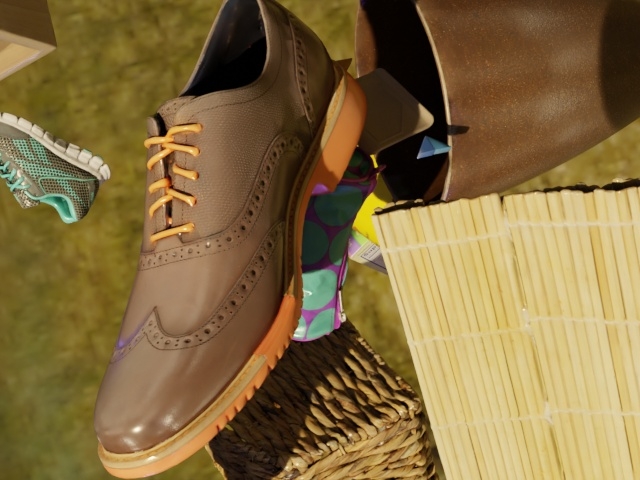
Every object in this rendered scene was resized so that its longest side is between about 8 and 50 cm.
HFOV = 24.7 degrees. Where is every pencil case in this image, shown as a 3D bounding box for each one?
[{"bbox_3d":[0.000,0.000,1.133,0.064,0.070,0.151,-48,-26,-58],"label":"pencil case"}]

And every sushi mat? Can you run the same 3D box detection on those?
[{"bbox_3d":[0.136,0.100,0.845,0.019,0.151,0.316,-66,-34,-51],"label":"sushi mat"}]

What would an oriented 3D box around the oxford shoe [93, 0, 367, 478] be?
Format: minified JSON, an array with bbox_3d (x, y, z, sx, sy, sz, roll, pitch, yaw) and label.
[{"bbox_3d":[-0.082,-0.015,0.954,0.133,0.130,0.363,51,-139,-34],"label":"oxford shoe"}]

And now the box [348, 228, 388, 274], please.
[{"bbox_3d":[0.075,-0.063,1.898,0.213,0.117,0.243,53,-167,27],"label":"box"}]

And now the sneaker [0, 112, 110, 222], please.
[{"bbox_3d":[-0.284,-0.070,1.420,0.065,0.166,0.076,-14,56,56],"label":"sneaker"}]

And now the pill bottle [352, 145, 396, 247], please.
[{"bbox_3d":[0.037,-0.079,1.426,0.215,0.117,0.117,36,152,13],"label":"pill bottle"}]

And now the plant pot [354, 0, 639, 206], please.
[{"bbox_3d":[0.174,-0.144,1.275,0.215,0.230,0.215,167,90,-74],"label":"plant pot"}]

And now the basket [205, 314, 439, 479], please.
[{"bbox_3d":[-0.018,0.231,1.674,0.299,0.213,0.223,45,156,50],"label":"basket"}]

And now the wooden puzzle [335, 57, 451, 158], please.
[{"bbox_3d":[0.041,-0.100,1.130,0.116,0.078,0.014,51,144,24],"label":"wooden puzzle"}]

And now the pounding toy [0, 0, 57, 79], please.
[{"bbox_3d":[-0.306,-0.176,1.124,0.130,0.141,0.100,10,-119,-58],"label":"pounding toy"}]
